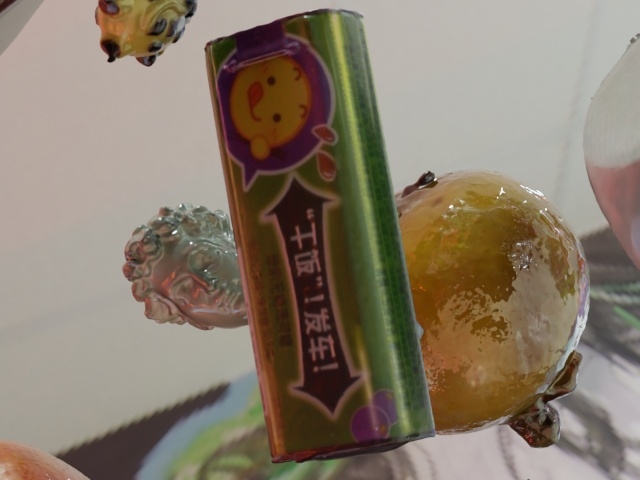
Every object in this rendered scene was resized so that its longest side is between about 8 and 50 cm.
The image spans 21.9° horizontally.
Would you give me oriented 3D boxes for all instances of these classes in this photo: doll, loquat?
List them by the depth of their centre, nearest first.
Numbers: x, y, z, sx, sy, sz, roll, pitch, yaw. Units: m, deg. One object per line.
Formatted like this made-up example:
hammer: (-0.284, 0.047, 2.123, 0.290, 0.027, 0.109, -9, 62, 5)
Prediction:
doll: (-0.123, -0.249, 1.540, 0.291, 0.086, 0.117, -49, -25, -52)
loquat: (0.165, 0.087, 1.891, 0.328, 0.328, 0.359, -39, -81, -18)

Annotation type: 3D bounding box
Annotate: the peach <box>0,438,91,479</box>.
peach: (-0.320, 0.345, 1.766, 0.242, 0.380, 0.306, -27, -85, -12)

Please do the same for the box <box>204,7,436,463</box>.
box: (0.000, 0.000, 1.313, 0.097, 0.134, 0.345, 2, -104, -62)

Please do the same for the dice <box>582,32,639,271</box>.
dice: (0.406, -0.078, 1.432, 0.262, 0.268, 0.264, 43, -58, -15)

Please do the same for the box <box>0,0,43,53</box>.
box: (-0.317, -0.164, 1.276, 0.108, 0.404, 0.263, 48, -116, -7)

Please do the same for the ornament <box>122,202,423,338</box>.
ornament: (-0.043, 0.048, 1.532, 0.130, 0.285, 0.120, 82, -153, -70)

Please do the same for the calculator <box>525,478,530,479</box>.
calculator: (0.159, 0.359, 1.702, 0.021, 0.161, 0.261, 15, -31, -18)
